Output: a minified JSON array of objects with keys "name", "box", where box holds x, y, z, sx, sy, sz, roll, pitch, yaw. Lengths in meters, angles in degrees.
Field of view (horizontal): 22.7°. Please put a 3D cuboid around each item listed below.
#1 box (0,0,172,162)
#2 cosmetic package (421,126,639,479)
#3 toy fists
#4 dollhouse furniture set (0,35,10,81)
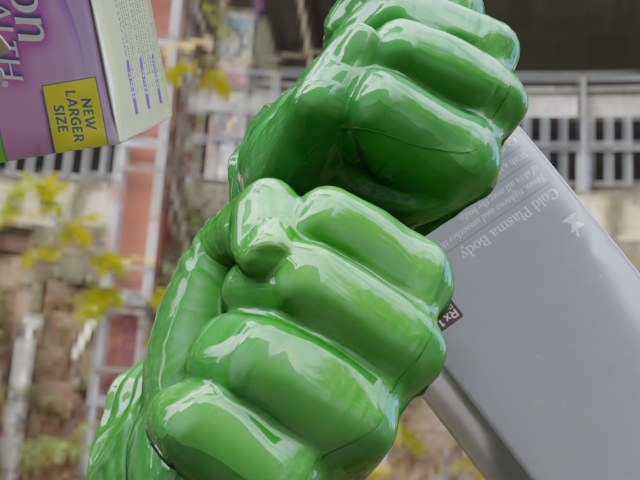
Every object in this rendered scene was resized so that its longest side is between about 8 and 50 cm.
[{"name":"box","box":[-0.198,-0.173,1.140,0.117,0.213,0.243,-9,9,4]},{"name":"cosmetic package","box":[0.127,0.070,0.893,0.127,0.238,0.107,-36,-17,-13]},{"name":"toy fists","box":[0.000,0.000,0.632,0.096,0.279,0.142,39,-41,-17]},{"name":"dollhouse furniture set","box":[-0.247,-0.121,0.951,0.114,0.091,0.081,-22,-40,8]}]
